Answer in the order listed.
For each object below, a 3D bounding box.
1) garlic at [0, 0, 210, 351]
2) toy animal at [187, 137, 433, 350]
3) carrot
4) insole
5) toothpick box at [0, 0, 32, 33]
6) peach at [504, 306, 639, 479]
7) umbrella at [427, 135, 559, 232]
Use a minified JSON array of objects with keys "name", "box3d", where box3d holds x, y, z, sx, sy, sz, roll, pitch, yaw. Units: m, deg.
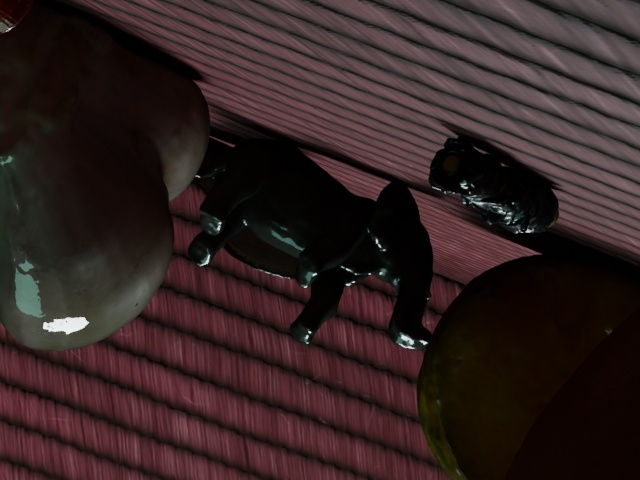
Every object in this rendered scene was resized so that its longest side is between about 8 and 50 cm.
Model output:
[{"name":"garlic","box3d":[-0.220,-0.046,1.371,0.246,0.231,0.340,18,174,-38]},{"name":"toy animal","box3d":[0.004,-0.002,1.604,0.245,0.146,0.114,42,134,-3]},{"name":"carrot","box3d":[0.203,0.130,1.671,0.241,0.241,0.341,20,177,5]},{"name":"insole","box3d":[-0.073,-0.039,1.796,0.119,0.009,0.348,17,-163,-18]},{"name":"toothpick box","box3d":[-0.194,-0.143,1.003,0.047,0.047,0.083,19,177,38]},{"name":"peach","box3d":[0.224,0.138,0.685,0.342,0.302,0.343,17,-176,-1]},{"name":"umbrella","box3d":[0.109,-0.029,1.157,0.037,0.040,0.144,9,174,31]}]
